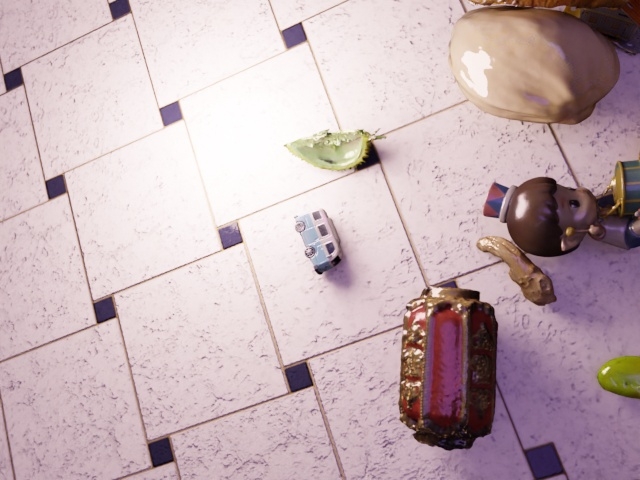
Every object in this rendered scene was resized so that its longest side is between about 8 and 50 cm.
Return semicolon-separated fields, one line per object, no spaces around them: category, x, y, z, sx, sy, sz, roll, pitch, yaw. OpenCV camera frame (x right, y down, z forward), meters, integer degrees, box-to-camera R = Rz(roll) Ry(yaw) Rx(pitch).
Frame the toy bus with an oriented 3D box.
toy bus;0.000;0.000;1.125;0.075;0.060;0.122;-23;73;5

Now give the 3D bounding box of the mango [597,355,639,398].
mango;0.529;0.233;0.951;0.108;0.056;0.073;-7;73;16

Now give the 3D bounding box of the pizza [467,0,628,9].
pizza;0.414;-0.445;0.978;0.251;0.288;0.074;21;125;30

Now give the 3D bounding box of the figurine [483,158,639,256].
figurine;0.426;-0.053;0.975;0.276;0.161;0.158;-6;116;18

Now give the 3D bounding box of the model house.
model house;0.580;-0.485;1.029;0.207;0.136;0.219;27;87;19

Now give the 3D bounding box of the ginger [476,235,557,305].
ginger;0.361;0.049;1.021;0.051;0.069;0.173;-33;71;-12

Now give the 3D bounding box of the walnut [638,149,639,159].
walnut;0.647;-0.191;0.959;0.137;0.137;0.245;43;85;17

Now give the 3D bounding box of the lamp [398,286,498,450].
lamp;0.224;0.217;0.977;0.177;0.177;0.273;3;78;15

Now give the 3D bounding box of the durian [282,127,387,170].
durian;0.037;-0.190;1.129;0.215;0.100;0.086;-4;82;20

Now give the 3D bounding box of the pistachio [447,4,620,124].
pistachio;0.369;-0.329;1.021;0.332;0.208;0.226;31;80;34
